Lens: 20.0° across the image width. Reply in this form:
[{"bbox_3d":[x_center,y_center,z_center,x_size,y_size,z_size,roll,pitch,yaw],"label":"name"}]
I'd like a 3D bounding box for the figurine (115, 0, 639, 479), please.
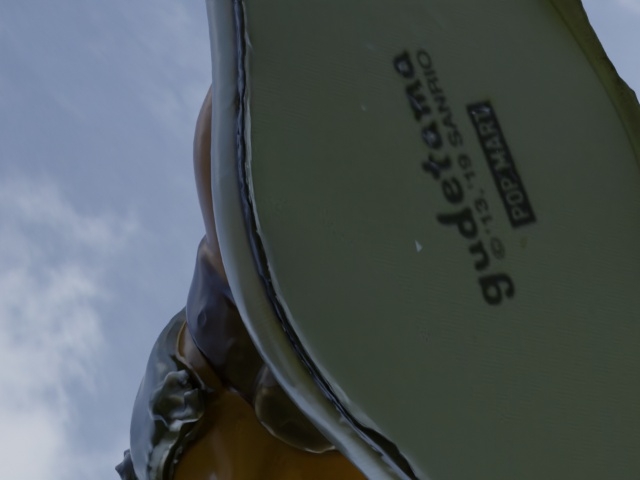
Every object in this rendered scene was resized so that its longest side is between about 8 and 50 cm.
[{"bbox_3d":[0.000,0.000,0.532,0.166,0.141,0.250,-4,-104,-42],"label":"figurine"}]
